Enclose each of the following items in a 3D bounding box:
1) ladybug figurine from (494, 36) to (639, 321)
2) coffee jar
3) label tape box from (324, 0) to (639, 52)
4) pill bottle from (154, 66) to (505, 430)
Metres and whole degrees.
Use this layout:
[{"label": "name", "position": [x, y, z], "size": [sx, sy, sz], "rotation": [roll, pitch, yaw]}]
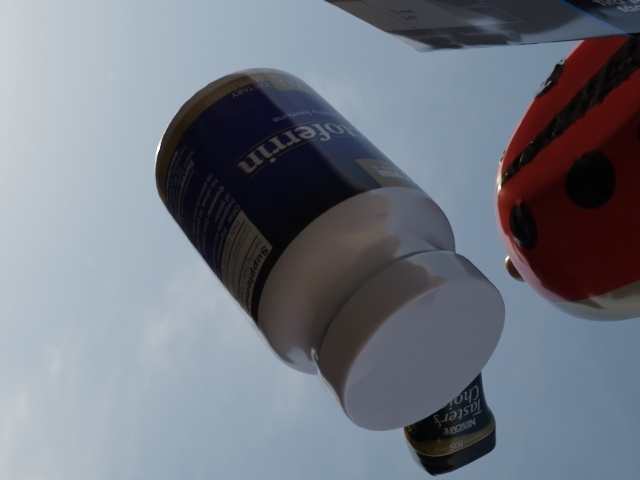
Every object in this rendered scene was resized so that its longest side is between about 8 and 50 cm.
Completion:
[{"label": "ladybug figurine", "position": [0.313, -0.106, 0.887], "size": [0.449, 0.162, 0.305], "rotation": [-50, -150, 33]}, {"label": "coffee jar", "position": [0.125, 0.150, 0.988], "size": [0.079, 0.096, 0.184], "rotation": [31, -41, 60]}, {"label": "label tape box", "position": [-0.015, -0.182, 0.329], "size": [0.249, 0.348, 0.115], "rotation": [17, -90, 61]}, {"label": "pill bottle", "position": [0.000, 0.000, 0.678], "size": [0.264, 0.153, 0.153], "rotation": [48, -61, 40]}]
